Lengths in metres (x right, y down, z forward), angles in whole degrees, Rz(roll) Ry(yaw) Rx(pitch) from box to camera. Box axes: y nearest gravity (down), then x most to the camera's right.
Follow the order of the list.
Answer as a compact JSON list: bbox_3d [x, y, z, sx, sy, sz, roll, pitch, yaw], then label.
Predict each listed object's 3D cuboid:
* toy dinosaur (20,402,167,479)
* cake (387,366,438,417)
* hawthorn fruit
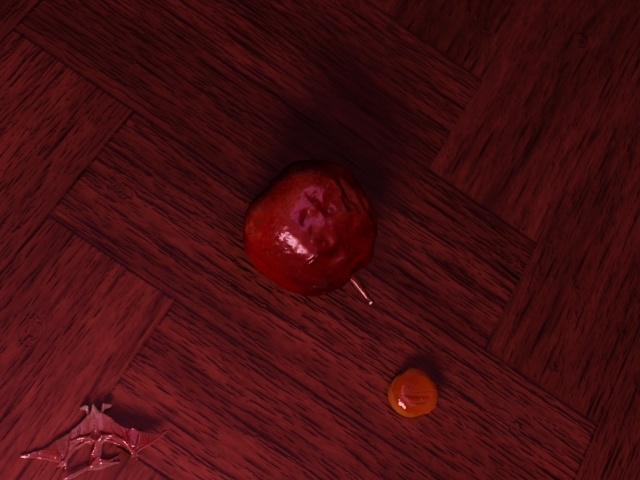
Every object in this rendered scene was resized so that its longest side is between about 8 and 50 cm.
[{"bbox_3d":[-0.342,0.302,1.629,0.220,0.032,0.108,-7,74,-11],"label":"toy dinosaur"},{"bbox_3d":[0.156,0.257,1.815,0.084,0.044,0.084,7,68,-17],"label":"cake"},{"bbox_3d":[0.000,0.000,1.789,0.266,0.210,0.230,52,48,-9],"label":"hawthorn fruit"}]
